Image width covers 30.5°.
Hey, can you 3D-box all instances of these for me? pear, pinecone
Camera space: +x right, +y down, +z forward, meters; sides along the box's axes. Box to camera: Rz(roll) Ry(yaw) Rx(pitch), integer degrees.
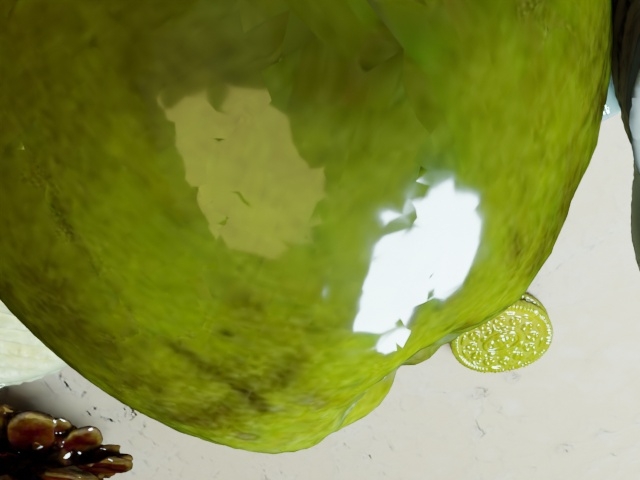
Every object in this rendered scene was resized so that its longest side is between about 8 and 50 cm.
[{"bbox_3d":[-0.034,-0.116,0.544,0.352,0.352,0.413,-24,88,18],"label":"pear"},{"bbox_3d":[-0.249,0.234,0.967,0.207,0.208,0.208,-1,131,-1],"label":"pinecone"}]

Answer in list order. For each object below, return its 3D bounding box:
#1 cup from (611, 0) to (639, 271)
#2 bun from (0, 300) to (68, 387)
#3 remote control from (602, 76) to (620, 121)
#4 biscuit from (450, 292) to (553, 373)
[{"bbox_3d":[0.242,-0.114,0.630,0.227,0.257,0.301,11,129,-8],"label":"cup"},{"bbox_3d":[-0.232,-0.031,0.763,0.287,0.146,0.287,-3,132,-3],"label":"bun"},{"bbox_3d":[0.142,-0.136,0.758,0.065,0.029,0.166,-23,128,19],"label":"remote control"},{"bbox_3d":[0.145,0.075,0.948,0.084,0.023,0.084,-2,132,-2],"label":"biscuit"}]
